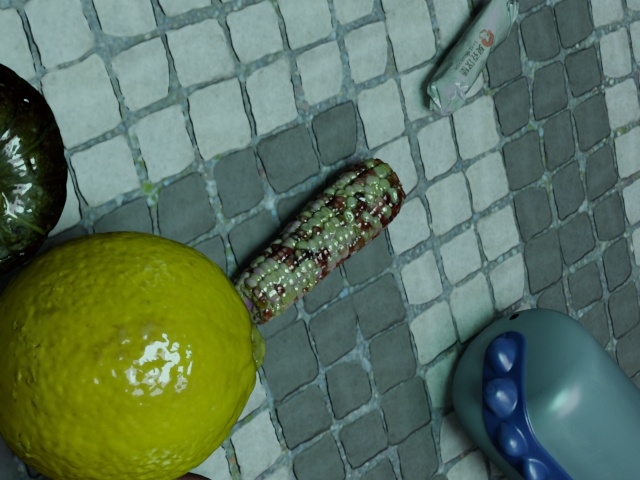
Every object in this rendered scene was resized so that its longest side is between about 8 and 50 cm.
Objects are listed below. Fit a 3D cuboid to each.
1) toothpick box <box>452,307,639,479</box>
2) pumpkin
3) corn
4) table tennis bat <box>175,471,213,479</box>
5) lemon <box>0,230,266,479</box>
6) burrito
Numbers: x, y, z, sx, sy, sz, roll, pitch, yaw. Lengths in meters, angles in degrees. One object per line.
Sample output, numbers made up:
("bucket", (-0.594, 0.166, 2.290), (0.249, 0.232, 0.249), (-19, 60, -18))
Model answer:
("toothpick box", (0.337, 0.259, 1.751), (0.355, 0.263, 0.263), (46, 68, -33))
("pumpkin", (-0.356, -0.070, 1.178), (0.238, 0.159, 0.238), (-12, 109, -39))
("corn", (0.000, 0.000, 1.530), (0.280, 0.092, 0.092), (-42, 121, -25))
("table tennis bat", (-0.210, 0.477, 1.445), (0.268, 0.051, 0.415), (17, 87, -31))
("lemon", (-0.207, 0.122, 1.250), (0.293, 0.293, 0.293), (-7, 101, -39))
("burrito", (0.209, -0.255, 1.686), (0.064, 0.064, 0.203), (49, 64, -34))
